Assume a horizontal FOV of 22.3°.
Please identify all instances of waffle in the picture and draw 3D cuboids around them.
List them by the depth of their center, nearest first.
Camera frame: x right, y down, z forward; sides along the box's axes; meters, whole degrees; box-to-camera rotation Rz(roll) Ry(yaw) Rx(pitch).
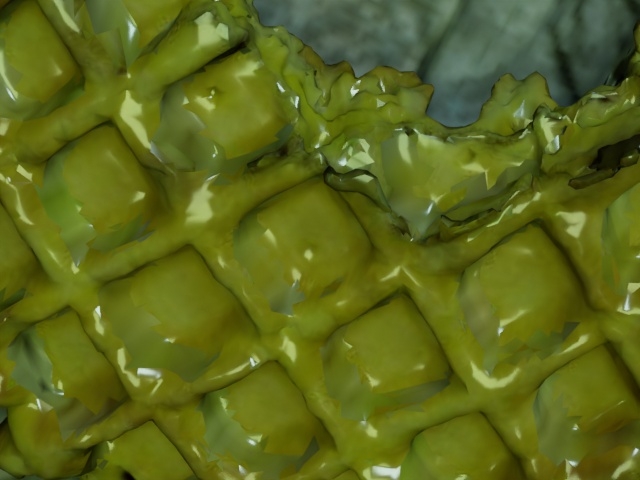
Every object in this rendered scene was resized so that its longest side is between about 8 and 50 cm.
[{"bbox_3d":[0.000,0.000,0.456,0.293,0.069,0.259,20,117,0],"label":"waffle"}]
